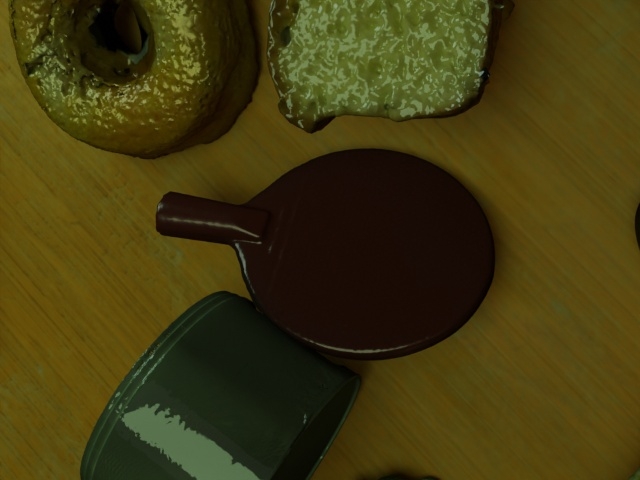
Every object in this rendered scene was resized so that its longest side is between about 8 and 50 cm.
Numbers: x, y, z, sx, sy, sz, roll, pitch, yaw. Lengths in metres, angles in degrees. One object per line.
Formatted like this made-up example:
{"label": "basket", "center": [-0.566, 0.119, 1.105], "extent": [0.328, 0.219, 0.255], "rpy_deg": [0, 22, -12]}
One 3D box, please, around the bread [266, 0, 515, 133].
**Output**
{"label": "bread", "center": [0.068, -0.253, 0.754], "extent": [0.194, 0.179, 0.339], "rpy_deg": [5, 97, 19]}

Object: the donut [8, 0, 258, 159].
{"label": "donut", "center": [-0.181, -0.198, 0.898], "extent": [0.254, 0.118, 0.253], "rpy_deg": [6, 113, 14]}

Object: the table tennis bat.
{"label": "table tennis bat", "center": [0.000, 0.000, 0.833], "extent": [0.310, 0.038, 0.200], "rpy_deg": [10, 66, 16]}

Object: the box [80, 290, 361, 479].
{"label": "box", "center": [-0.086, 0.175, 0.844], "extent": [0.149, 0.226, 0.226], "rpy_deg": [33, 108, 14]}

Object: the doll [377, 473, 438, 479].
{"label": "doll", "center": [0.074, 0.292, 0.861], "extent": [0.115, 0.077, 0.150], "rpy_deg": [-7, 68, 3]}

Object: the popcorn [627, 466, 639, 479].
{"label": "popcorn", "center": [0.312, 0.241, 0.720], "extent": [0.167, 0.187, 0.185], "rpy_deg": [28, 110, 16]}

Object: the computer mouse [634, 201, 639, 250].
{"label": "computer mouse", "center": [0.403, -0.030, 0.713], "extent": [0.310, 0.072, 0.158], "rpy_deg": [-24, 90, 21]}
